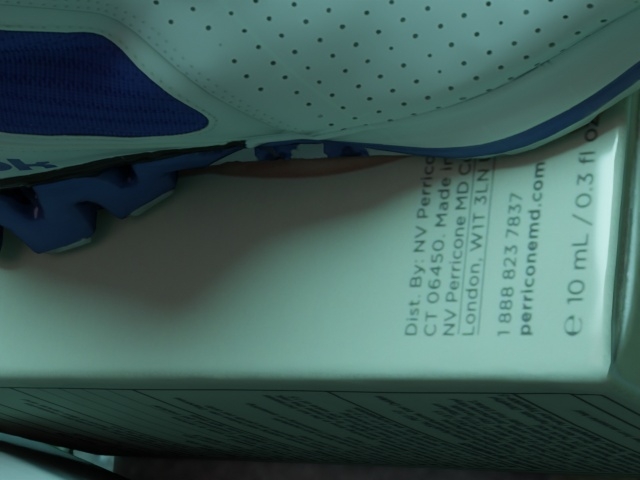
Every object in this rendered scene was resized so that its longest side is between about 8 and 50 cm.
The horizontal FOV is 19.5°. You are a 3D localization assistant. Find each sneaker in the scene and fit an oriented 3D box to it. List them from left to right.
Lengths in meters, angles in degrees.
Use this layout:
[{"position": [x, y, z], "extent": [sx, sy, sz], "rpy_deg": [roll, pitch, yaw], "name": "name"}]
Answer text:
[{"position": [-0.052, -0.086, 0.457], "extent": [0.316, 0.182, 0.127], "rpy_deg": [-19, 66, 31], "name": "sneaker"}]

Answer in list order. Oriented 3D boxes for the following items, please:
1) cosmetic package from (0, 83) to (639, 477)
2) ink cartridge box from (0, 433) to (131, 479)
[{"position": [0.000, 0.000, 0.603], "extent": [0.296, 0.153, 0.129], "rpy_deg": [-3, 73, 35], "name": "cosmetic package"}, {"position": [-0.124, 0.183, 0.676], "extent": [0.154, 0.093, 0.212], "rpy_deg": [15, 84, 39], "name": "ink cartridge box"}]
